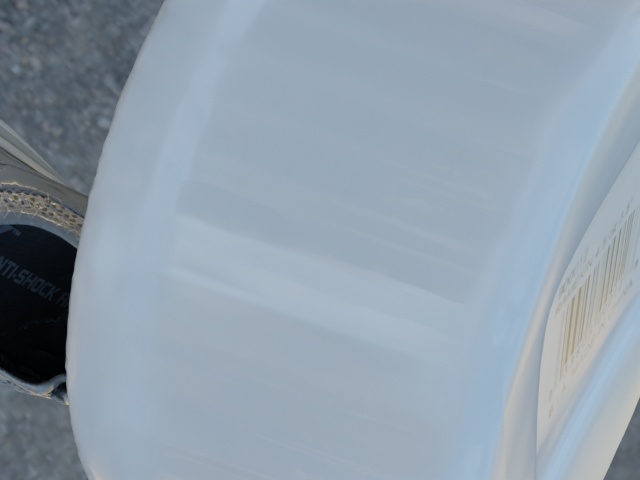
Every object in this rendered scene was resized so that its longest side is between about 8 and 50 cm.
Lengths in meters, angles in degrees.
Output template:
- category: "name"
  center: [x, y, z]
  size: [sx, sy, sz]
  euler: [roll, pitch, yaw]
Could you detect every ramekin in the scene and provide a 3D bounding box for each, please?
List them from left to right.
- category: "ramekin"
  center: [0.045, 0.003, 0.531]
  size: [0.277, 0.135, 0.277]
  euler: [-47, 149, -42]

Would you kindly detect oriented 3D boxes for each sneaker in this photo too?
- category: "sneaker"
  center: [-0.088, 0.044, 0.616]
  size: [0.281, 0.115, 0.105]
  euler: [29, 107, -35]
